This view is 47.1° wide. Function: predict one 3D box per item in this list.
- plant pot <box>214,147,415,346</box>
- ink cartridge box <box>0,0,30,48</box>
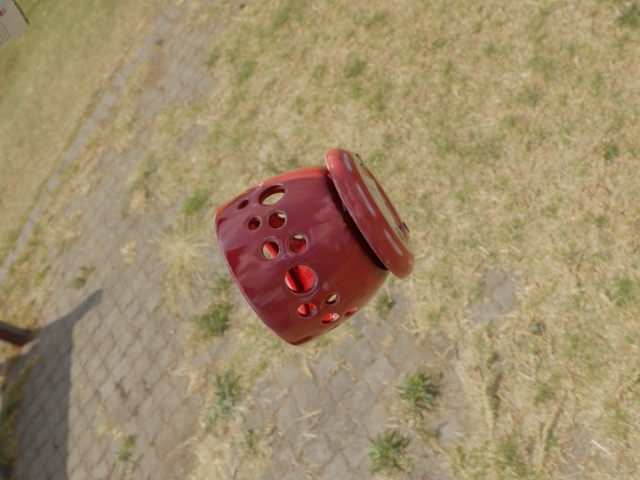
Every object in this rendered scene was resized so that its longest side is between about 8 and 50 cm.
[{"bbox_3d":[0.000,0.000,0.837,0.174,0.191,0.191,-32,46,14],"label":"plant pot"},{"bbox_3d":[-0.621,-0.276,1.004,0.324,0.071,0.330,34,68,28],"label":"ink cartridge box"}]
